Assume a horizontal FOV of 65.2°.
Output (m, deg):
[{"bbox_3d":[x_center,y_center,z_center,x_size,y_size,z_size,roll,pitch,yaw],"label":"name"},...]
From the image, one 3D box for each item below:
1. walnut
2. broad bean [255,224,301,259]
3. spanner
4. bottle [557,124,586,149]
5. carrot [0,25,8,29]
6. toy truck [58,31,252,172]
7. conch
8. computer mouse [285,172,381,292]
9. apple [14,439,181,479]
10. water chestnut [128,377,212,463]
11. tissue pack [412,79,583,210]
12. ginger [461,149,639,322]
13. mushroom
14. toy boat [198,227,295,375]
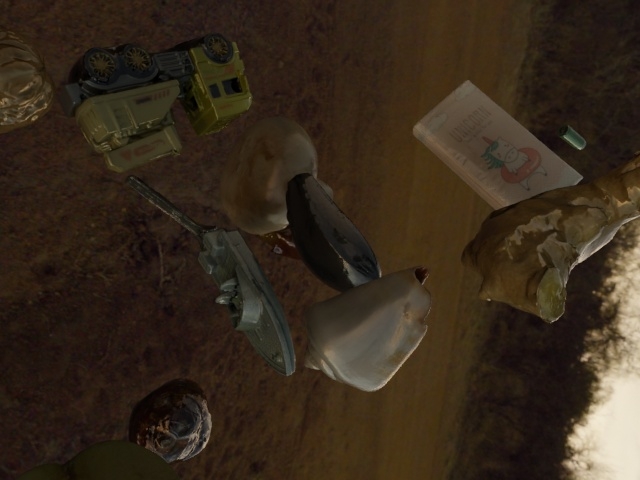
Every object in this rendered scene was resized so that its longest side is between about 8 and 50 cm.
[{"bbox_3d":[-0.521,-0.247,0.784,0.184,0.155,0.155,-24,133,-12],"label":"walnut"},{"bbox_3d":[-0.091,-0.006,1.534,0.156,0.228,0.122,-102,-158,-75],"label":"broad bean"},{"bbox_3d":[-0.367,-0.063,1.287,0.093,0.325,0.026,-53,180,31],"label":"spanner"},{"bbox_3d":[0.586,-0.239,1.165,0.083,0.030,0.030,21,84,-33],"label":"bottle"},{"bbox_3d":[-0.660,-0.401,0.923,0.165,0.035,0.036,2,102,-51],"label":"carrot"},{"bbox_3d":[-0.351,-0.315,1.131,0.405,0.180,0.254,-27,99,-35],"label":"toy truck"},{"bbox_3d":[0.052,0.097,0.543,0.094,0.176,0.104,55,13,-36],"label":"conch"},{"bbox_3d":[0.000,0.000,0.912,0.086,0.270,0.138,-26,154,-27],"label":"computer mouse"},{"bbox_3d":[-0.465,0.596,1.025,0.312,0.360,0.320,-52,139,1],"label":"apple"},{"bbox_3d":[-0.496,0.595,1.649,0.289,0.244,0.289,-45,147,-40],"label":"water chestnut"},{"bbox_3d":[0.369,-0.184,1.067,0.170,0.325,0.071,-41,166,-8],"label":"tissue pack"},{"bbox_3d":[0.270,-0.011,0.624,0.348,0.363,0.122,-20,90,-22],"label":"ginger"},{"bbox_3d":[-0.083,-0.139,1.222,0.290,0.292,0.293,18,87,-38],"label":"mushroom"},{"bbox_3d":[-0.138,0.124,0.974,0.092,0.320,0.141,-19,152,-35],"label":"toy boat"}]
